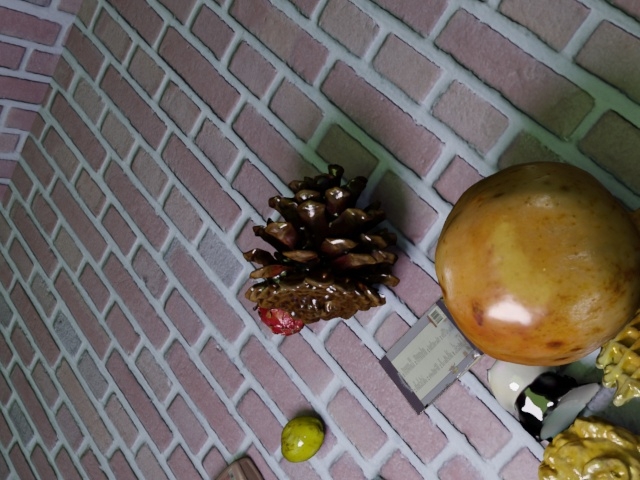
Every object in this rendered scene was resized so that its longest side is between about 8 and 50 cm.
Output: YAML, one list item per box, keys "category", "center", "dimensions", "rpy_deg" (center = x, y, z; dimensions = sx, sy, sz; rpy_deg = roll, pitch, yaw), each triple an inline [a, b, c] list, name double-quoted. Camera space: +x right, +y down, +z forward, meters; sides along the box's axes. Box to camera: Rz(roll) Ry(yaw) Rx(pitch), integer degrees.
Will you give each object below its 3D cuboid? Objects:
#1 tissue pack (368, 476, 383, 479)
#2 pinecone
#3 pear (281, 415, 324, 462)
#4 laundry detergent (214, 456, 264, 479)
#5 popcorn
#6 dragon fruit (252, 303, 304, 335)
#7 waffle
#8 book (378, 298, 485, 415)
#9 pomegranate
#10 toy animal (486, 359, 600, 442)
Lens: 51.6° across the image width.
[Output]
- category: "tissue pack"
  center: [0.147, 0.615, 1.563]
  dimensions: [0.094, 0.059, 0.074]
  rpy_deg: [32, 107, 32]
- category: "pinecone"
  center: [0.000, 0.000, 1.511]
  dimensions: [0.385, 0.384, 0.384]
  rpy_deg: [0, 90, 37]
- category: "pear"
  center: [-0.049, 0.504, 1.683]
  dimensions: [0.131, 0.107, 0.107]
  rpy_deg: [-40, 67, 23]
- category: "laundry detergent"
  center: [-0.243, 0.735, 1.849]
  dimensions: [0.171, 0.076, 0.237]
  rpy_deg: [52, 119, 25]
- category: "popcorn"
  center: [0.519, 0.434, 1.205]
  dimensions: [0.250, 0.190, 0.250]
  rpy_deg: [15, 116, 32]
- category: "dragon fruit"
  center: [-0.097, 0.172, 1.711]
  dimensions: [0.133, 0.136, 0.166]
  rpy_deg: [-46, 30, -5]
- category: "waffle"
  center: [0.596, 0.173, 1.132]
  dimensions: [0.250, 0.056, 0.261]
  rpy_deg: [-17, 38, 33]
- category: "book"
  center: [0.251, 0.266, 1.507]
  dimensions: [0.231, 0.026, 0.157]
  rpy_deg: [-51, 59, 25]
- category: "pomegranate"
  center: [0.413, 0.031, 1.186]
  dimensions: [0.410, 0.410, 0.409]
  rpy_deg: [0, 90, 37]
- category: "toy animal"
  center: [0.430, 0.286, 1.309]
  dimensions: [0.166, 0.138, 0.179]
  rpy_deg: [-48, 53, 5]
